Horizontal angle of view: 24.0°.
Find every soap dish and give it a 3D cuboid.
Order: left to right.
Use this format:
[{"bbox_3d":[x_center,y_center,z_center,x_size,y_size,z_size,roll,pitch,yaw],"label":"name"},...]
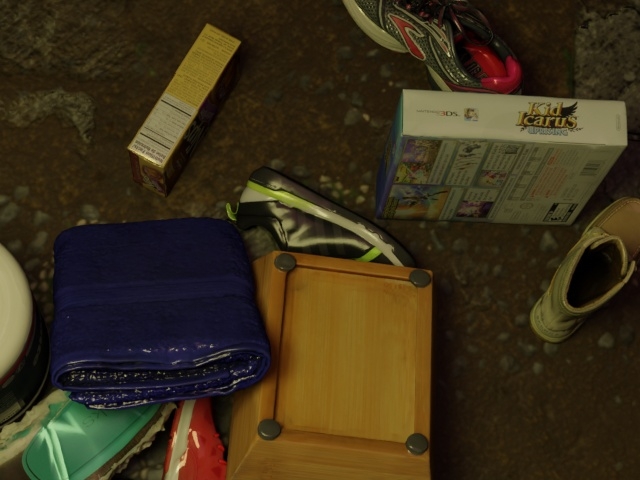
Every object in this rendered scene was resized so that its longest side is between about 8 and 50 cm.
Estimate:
[{"bbox_3d":[0.022,0.148,1.673,0.229,0.118,0.290,8,56,-6],"label":"soap dish"}]

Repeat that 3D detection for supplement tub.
[{"bbox_3d":[-0.392,0.106,1.614,0.191,0.272,0.191,1,73,-4],"label":"supplement tub"}]

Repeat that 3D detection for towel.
[{"bbox_3d":[-0.183,0.077,1.662,0.228,0.076,0.308,-3,29,-8],"label":"towel"}]

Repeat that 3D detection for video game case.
[{"bbox_3d":[0.197,-0.090,1.721,0.244,0.269,0.061,1,71,-4],"label":"video game case"}]

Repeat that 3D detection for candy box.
[{"bbox_3d":[-0.160,-0.154,1.800,0.053,0.109,0.186,29,73,6],"label":"candy box"}]

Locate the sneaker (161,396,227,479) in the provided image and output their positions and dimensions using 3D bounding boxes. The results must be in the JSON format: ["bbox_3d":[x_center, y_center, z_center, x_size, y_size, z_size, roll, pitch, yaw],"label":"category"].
[{"bbox_3d":[-0.113,0.266,1.682,0.128,0.087,0.221,11,68,-4],"label":"sneaker"}]

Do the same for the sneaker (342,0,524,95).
[{"bbox_3d":[0.143,-0.274,1.859,0.299,0.112,0.121,44,75,10],"label":"sneaker"}]

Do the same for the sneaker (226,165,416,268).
[{"bbox_3d":[0.000,0.000,1.792,0.235,0.084,0.097,29,94,7],"label":"sneaker"}]

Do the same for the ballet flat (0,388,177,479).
[{"bbox_3d":[-0.323,0.277,1.635,0.409,0.147,0.147,-37,78,-21],"label":"ballet flat"}]

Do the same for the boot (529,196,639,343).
[{"bbox_3d":[0.333,0.018,1.750,0.077,0.165,0.213,39,75,7],"label":"boot"}]
